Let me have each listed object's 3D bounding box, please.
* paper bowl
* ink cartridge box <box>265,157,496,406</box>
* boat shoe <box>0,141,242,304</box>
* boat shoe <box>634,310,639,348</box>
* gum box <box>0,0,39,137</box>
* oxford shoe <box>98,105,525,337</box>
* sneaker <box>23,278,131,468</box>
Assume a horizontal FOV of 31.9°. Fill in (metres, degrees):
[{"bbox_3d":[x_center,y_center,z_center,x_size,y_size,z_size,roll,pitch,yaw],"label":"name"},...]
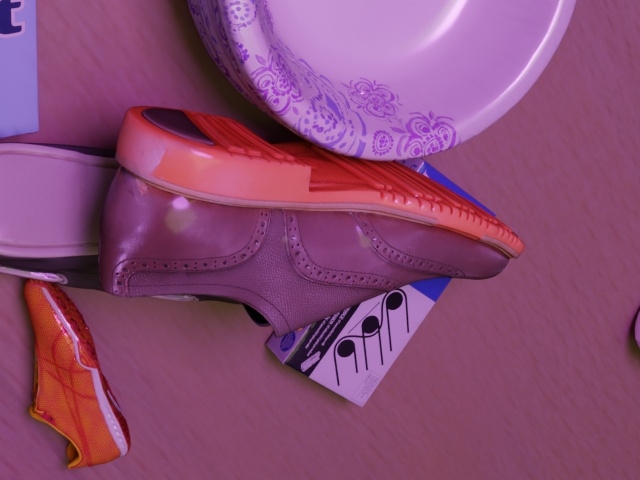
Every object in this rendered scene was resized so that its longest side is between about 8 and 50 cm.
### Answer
[{"bbox_3d":[0.037,-0.211,0.808,0.284,0.148,0.284,-10,115,-22],"label":"paper bowl"},{"bbox_3d":[0.053,0.033,0.969,0.097,0.046,0.207,33,93,-32],"label":"ink cartridge box"},{"bbox_3d":[-0.127,-0.012,0.855,0.335,0.095,0.112,9,79,-32],"label":"boat shoe"},{"bbox_3d":[0.449,0.005,1.109,0.096,0.116,0.324,33,97,-35],"label":"boat shoe"},{"bbox_3d":[-0.262,-0.146,0.715,0.157,0.041,0.184,-16,129,-33],"label":"gum box"},{"bbox_3d":[0.000,0.000,0.828,0.363,0.130,0.133,10,107,-36],"label":"oxford shoe"},{"bbox_3d":[-0.201,0.107,0.870,0.067,0.064,0.175,-18,113,-8],"label":"sneaker"}]
